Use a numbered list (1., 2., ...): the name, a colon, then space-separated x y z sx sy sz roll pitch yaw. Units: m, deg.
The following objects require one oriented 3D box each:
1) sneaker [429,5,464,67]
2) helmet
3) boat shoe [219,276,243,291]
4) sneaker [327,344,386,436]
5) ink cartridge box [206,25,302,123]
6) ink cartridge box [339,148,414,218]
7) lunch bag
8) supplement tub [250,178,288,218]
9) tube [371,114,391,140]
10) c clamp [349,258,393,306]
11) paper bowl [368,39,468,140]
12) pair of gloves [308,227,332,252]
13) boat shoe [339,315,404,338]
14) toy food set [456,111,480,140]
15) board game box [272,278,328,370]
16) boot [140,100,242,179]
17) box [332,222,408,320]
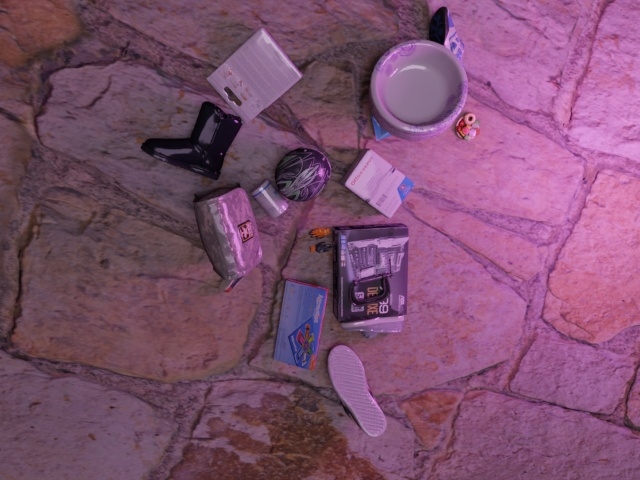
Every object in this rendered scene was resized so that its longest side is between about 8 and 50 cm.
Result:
1. sneaker: 0.396 -0.614 1.677 0.081 0.080 0.211 -19 110 -23
2. helmet: -0.055 -0.198 1.629 0.169 0.161 0.169 -2 103 -11
3. boat shoe: -0.263 0.110 1.722 0.137 0.049 0.043 -48 149 0
4. sneaker: 0.111 0.515 1.855 0.126 0.127 0.321 -23 81 -11
5. ink cartridge box: -0.194 -0.487 1.606 0.224 0.056 0.181 -36 108 18
6. ink cartridge box: 0.179 -0.182 1.721 0.190 0.082 0.140 35 94 -15
7. lunch bag: -0.268 -0.030 1.561 0.168 0.287 0.235 -15 104 -7
8. supplement tub: -0.158 -0.129 1.672 0.071 0.071 0.107 -40 108 0
9. tube: 0.268 -0.379 1.716 0.207 0.052 0.080 -13 92 -3
10. c clamp: 0.164 0.143 1.745 0.160 0.022 0.137 -18 110 -9
11. paper bowl: 0.285 -0.439 1.624 0.284 0.148 0.284 0 85 1
12. pair of gloves: 0.000 0.000 1.764 0.074 0.010 0.083 -6 105 -10
13. boat shoe: 0.177 0.294 1.830 0.227 0.079 0.081 -4 99 -14
14. toy food set: 0.484 -0.370 1.770 0.083 0.020 0.082 -43 107 0
15. board game box: -0.066 0.276 1.774 0.145 0.027 0.281 13 101 15
16. boot: -0.371 -0.311 1.574 0.246 0.094 0.207 19 102 -21
17. box: 0.164 0.102 1.785 0.242 0.076 0.308 -3 103 -11
